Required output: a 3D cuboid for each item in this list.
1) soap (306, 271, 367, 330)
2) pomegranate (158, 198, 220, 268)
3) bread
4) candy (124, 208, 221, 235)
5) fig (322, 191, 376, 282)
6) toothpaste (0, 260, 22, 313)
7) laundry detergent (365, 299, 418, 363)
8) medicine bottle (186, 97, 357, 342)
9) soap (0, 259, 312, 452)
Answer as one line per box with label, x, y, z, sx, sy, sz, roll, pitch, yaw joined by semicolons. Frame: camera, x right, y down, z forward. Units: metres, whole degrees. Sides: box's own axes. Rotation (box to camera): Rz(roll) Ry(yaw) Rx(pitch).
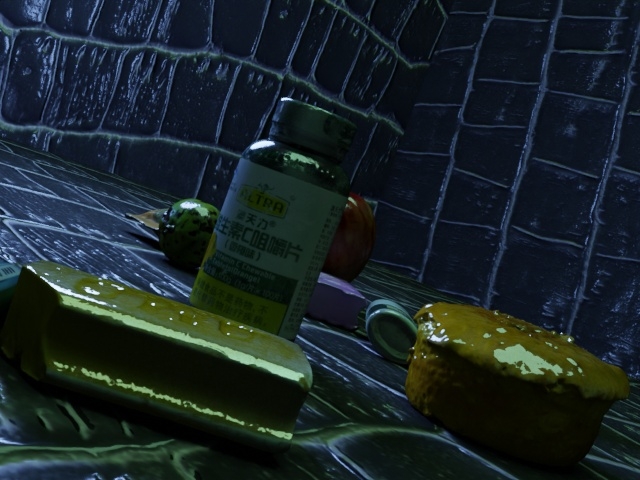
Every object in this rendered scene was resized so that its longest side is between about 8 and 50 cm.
soap;0.007;0.099;1.402;0.122;0.065;0.203;20;2;-10
pomegranate;-0.214;-0.007;1.360;0.122;0.122;0.161;22;-4;22
bread;0.229;0.169;0.945;0.269;0.145;0.268;17;5;-2
candy;-0.241;-0.017;1.547;0.272;0.101;0.143;11;2;-37
fig;0.001;-0.012;1.588;0.224;0.224;0.263;22;-22;27
toothpaste;-0.277;0.038;0.583;0.099;0.061;0.392;18;2;-8
laundry detergent;0.118;0.143;1.284;0.099;0.070;0.226;36;2;2
medicine bottle;-0.052;-0.021;0.949;0.142;0.293;0.141;21;2;-1
soap;-0.129;0.087;0.612;0.232;0.073;0.140;19;-1;-7
